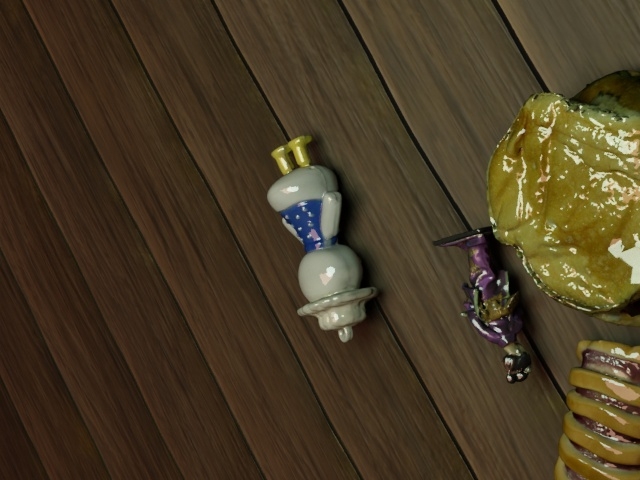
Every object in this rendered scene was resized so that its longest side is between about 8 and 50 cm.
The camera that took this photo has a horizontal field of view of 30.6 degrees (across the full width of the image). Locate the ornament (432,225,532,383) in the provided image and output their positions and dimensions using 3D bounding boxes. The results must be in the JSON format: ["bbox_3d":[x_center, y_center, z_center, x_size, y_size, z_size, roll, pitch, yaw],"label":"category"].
[{"bbox_3d":[0.224,0.078,1.473,0.088,0.081,0.203,-21,89,45],"label":"ornament"}]

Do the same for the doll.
[{"bbox_3d":[0.000,0.000,1.637,0.138,0.119,0.293,-25,79,51],"label":"doll"}]

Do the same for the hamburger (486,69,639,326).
[{"bbox_3d":[0.333,-0.046,1.303,0.285,0.134,0.265,53,136,26],"label":"hamburger"}]

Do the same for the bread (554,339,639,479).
[{"bbox_3d":[0.348,0.220,1.395,0.134,0.081,0.225,19,115,39],"label":"bread"}]
